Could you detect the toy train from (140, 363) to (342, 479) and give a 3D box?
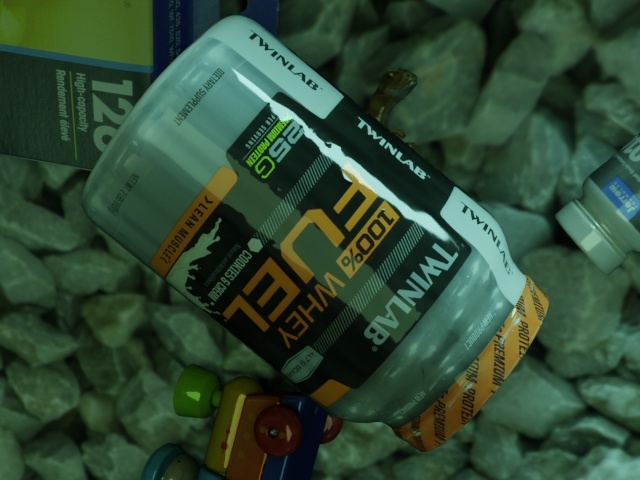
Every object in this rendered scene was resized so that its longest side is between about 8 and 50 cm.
[{"bbox_3d":[-0.061,0.138,1.048,0.143,0.105,0.248,17,95,23],"label":"toy train"}]

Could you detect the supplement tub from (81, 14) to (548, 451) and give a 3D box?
[{"bbox_3d":[0.000,0.000,0.904,0.316,0.193,0.193,38,101,-2],"label":"supplement tub"}]

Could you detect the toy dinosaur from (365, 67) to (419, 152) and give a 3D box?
[{"bbox_3d":[0.016,-0.050,1.030,0.211,0.064,0.112,-45,77,3],"label":"toy dinosaur"}]

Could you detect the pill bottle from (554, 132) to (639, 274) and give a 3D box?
[{"bbox_3d":[0.261,-0.040,0.979,0.137,0.078,0.078,-42,90,11],"label":"pill bottle"}]

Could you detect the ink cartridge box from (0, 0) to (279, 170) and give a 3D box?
[{"bbox_3d":[-0.189,-0.194,0.965,0.307,0.072,0.303,10,126,8],"label":"ink cartridge box"}]
